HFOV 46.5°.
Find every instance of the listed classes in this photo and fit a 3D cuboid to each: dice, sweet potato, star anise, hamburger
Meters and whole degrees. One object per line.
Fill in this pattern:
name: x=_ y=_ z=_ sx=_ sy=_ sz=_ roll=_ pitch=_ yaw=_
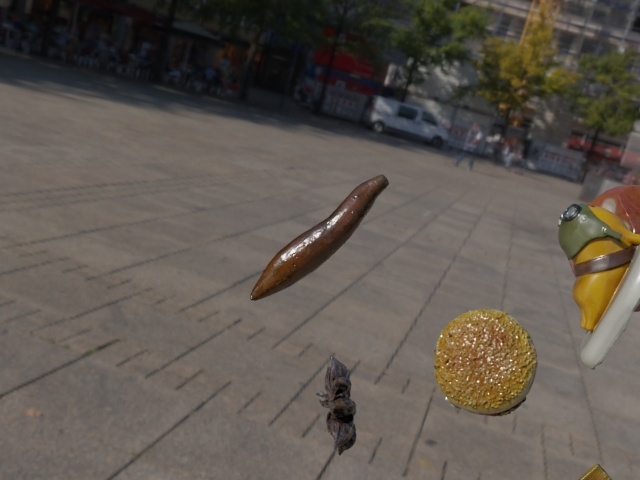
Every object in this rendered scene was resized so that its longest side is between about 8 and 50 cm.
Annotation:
dice: x=0.571 y=0.013 z=1.362 sx=0.179 sy=0.174 sz=0.173 roll=10 pitch=45 yaw=-16
sweet potato: x=0.001 y=0.001 z=1.077 sx=0.057 sy=0.265 sz=0.057 roll=51 pitch=-1 yaw=2
star anise: x=0.043 y=0.384 z=1.746 sx=0.081 sy=0.230 sz=0.262 roll=-8 pitch=-4 yaw=-7
hamburger: x=0.457 y=0.334 z=2.050 sx=0.302 sy=0.301 sz=0.170 roll=22 pitch=-1 yaw=27

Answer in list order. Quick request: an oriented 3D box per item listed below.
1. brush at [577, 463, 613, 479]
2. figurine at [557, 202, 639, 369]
brush: x=0.426 y=0.559 z=1.416 sx=0.085 sy=0.336 sz=0.020 roll=48 pitch=6 yaw=19
figurine: x=0.387 y=0.045 z=1.069 sx=0.141 sy=0.249 sz=0.166 roll=27 pitch=1 yaw=12
